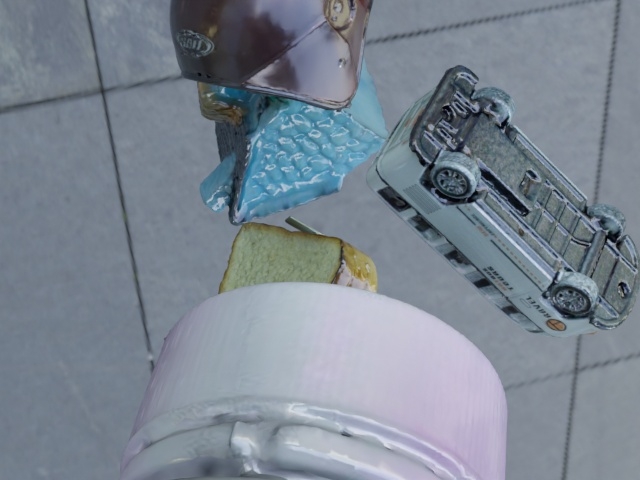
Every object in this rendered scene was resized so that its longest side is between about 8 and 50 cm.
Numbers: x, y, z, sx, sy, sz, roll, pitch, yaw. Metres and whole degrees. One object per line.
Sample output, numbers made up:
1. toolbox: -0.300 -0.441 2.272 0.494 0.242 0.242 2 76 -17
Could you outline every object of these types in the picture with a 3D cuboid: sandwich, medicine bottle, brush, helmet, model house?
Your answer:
1. sandwich: -0.045 0.094 1.197 0.065 0.186 0.214 27 77 -41
2. medicine bottle: -0.019 0.207 0.618 0.256 0.324 0.256 9 140 7
3. brush: 0.000 0.000 1.247 0.084 0.013 0.016 31 155 -8
4. helmet: -0.050 -0.226 1.206 0.216 0.189 0.193 -43 129 -28
5. model house: -0.085 -0.180 1.487 0.226 0.261 0.241 28 124 -34

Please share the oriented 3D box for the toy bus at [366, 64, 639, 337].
1. toy bus: 0.119 -0.014 0.787 0.194 0.087 0.089 42 142 -15
